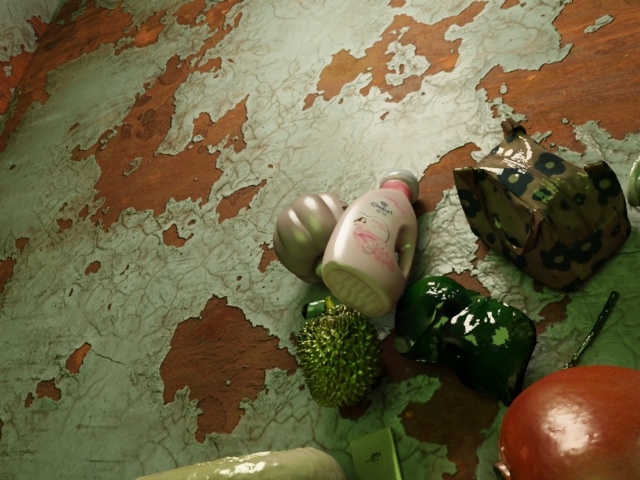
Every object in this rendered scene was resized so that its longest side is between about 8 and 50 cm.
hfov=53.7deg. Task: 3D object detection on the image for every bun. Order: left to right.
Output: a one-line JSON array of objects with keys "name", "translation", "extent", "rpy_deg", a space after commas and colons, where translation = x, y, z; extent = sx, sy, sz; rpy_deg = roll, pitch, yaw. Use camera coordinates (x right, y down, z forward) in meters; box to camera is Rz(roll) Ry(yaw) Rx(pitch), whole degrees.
[{"name": "bun", "translation": [-0.133, 0.425, 0.913], "extent": [0.361, 0.361, 0.213], "rpy_deg": [-18, 70, 23]}]

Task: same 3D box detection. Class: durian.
[{"name": "durian", "translation": [0.040, 0.195, 1.081], "extent": [0.146, 0.159, 0.198], "rpy_deg": [-9, 22, 13]}]

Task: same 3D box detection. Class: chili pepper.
[{"name": "chili pepper", "translation": [0.212, 0.139, 1.020], "extent": [0.264, 0.116, 0.148], "rpy_deg": [33, 105, 47]}]

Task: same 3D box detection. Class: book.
[{"name": "book", "translation": [0.091, 0.365, 1.022], "extent": [0.077, 0.014, 0.111], "rpy_deg": [-23, 50, 16]}]

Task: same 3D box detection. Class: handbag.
[{"name": "handbag", "translation": [0.347, -0.066, 1.024], "extent": [0.190, 0.193, 0.251], "rpy_deg": [-43, 47, -5]}]

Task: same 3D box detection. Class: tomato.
[{"name": "tomato", "translation": [0.345, 0.301, 0.693], "extent": [0.273, 0.341, 0.341], "rpy_deg": [-15, 52, 7]}]

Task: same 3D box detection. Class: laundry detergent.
[{"name": "laundry detergent", "translation": [0.110, -0.015, 1.145], "extent": [0.088, 0.159, 0.335], "rpy_deg": [-40, 14, 41]}]

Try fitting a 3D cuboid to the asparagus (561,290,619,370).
[{"name": "asparagus", "translation": [0.410, 0.145, 0.963], "extent": [0.016, 0.016, 0.162], "rpy_deg": [34, 81, 16]}]

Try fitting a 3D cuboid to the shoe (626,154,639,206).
[{"name": "shoe", "translation": [0.584, -0.111, 0.963], "extent": [0.227, 0.099, 0.125], "rpy_deg": [-39, 44, 0]}]

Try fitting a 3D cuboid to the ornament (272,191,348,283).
[{"name": "ornament", "translation": [0.000, 0.000, 1.224], "extent": [0.178, 0.177, 0.177], "rpy_deg": [-17, 52, 23]}]
